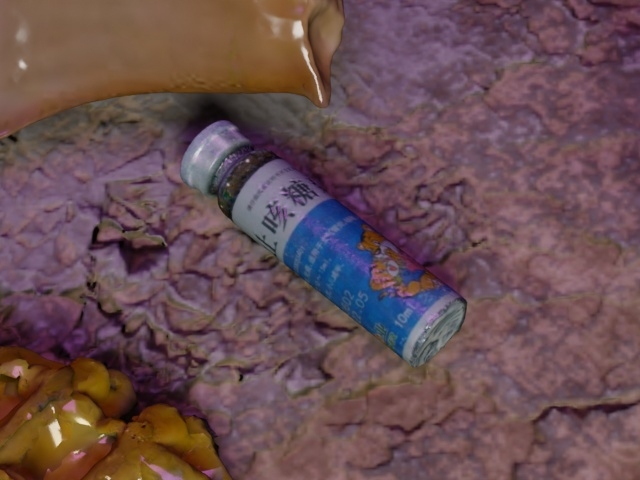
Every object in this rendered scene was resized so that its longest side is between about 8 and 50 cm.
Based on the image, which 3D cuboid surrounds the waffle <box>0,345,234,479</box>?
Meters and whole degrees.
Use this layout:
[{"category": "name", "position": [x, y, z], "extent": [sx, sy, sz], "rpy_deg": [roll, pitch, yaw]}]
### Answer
[{"category": "waffle", "position": [-0.209, 0.223, 0.893], "extent": [0.379, 0.095, 0.382], "rpy_deg": [-13, 54, -4]}]

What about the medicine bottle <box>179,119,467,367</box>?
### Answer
[{"category": "medicine bottle", "position": [0.000, 0.000, 1.032], "extent": [0.191, 0.051, 0.051], "rpy_deg": [37, 71, 23]}]

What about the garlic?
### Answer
[{"category": "garlic", "position": [-0.158, -0.140, 1.072], "extent": [0.338, 0.151, 0.196], "rpy_deg": [-12, 60, 5]}]
